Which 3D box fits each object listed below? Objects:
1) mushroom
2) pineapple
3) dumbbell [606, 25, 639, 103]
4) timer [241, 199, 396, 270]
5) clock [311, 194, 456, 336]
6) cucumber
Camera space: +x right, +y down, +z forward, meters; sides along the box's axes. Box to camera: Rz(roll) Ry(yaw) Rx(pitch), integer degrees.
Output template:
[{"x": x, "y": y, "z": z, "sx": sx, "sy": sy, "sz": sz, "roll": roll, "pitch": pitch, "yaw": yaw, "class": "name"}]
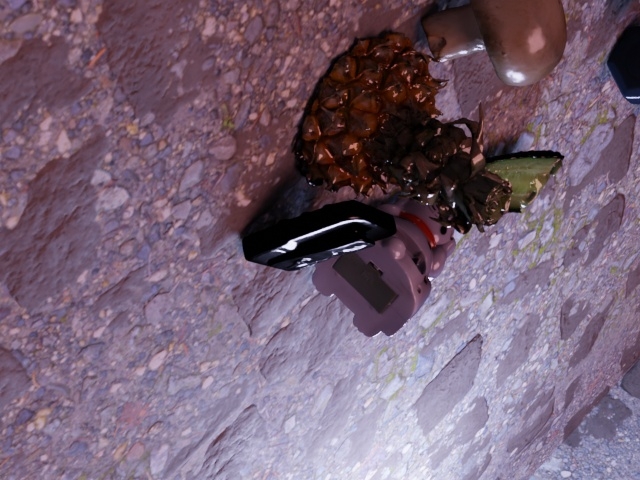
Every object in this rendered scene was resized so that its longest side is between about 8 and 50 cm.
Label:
[{"x": 0.242, "y": -0.307, "z": 1.604, "sx": 0.204, "sy": 0.204, "sz": 0.204, "roll": -35, "pitch": 146, "yaw": -28, "class": "mushroom"}, {"x": 0.144, "y": -0.115, "z": 1.550, "sx": 0.262, "sy": 0.271, "sz": 0.262, "roll": -34, "pitch": 146, "yaw": -27, "class": "pineapple"}, {"x": 0.673, "y": -0.309, "z": 2.217, "sx": 0.325, "sy": 0.144, "sz": 0.160, "roll": 17, "pitch": 106, "yaw": -58, "class": "dumbbell"}, {"x": 0.000, "y": 0.000, "z": 1.599, "sx": 0.187, "sy": 0.055, "sz": 0.144, "roll": -20, "pitch": 161, "yaw": 26, "class": "timer"}, {"x": 0.123, "y": 0.014, "z": 1.799, "sx": 0.254, "sy": 0.189, "sz": 0.189, "roll": -40, "pitch": 152, "yaw": -51, "class": "clock"}, {"x": 0.329, "y": -0.113, "z": 2.011, "sx": 0.193, "sy": 0.086, "sz": 0.115, "roll": -8, "pitch": 128, "yaw": -43, "class": "cucumber"}]
